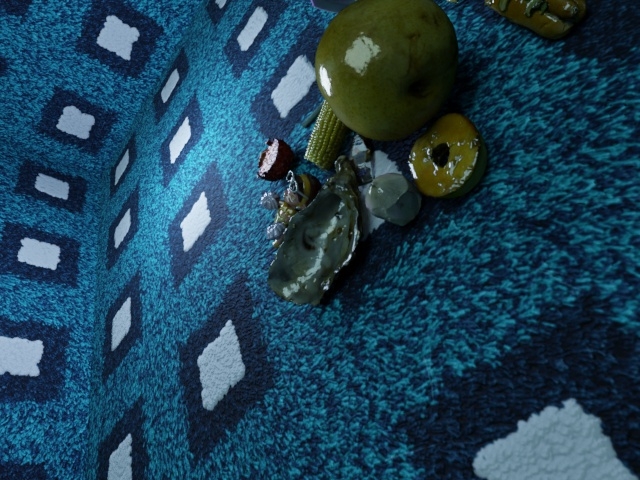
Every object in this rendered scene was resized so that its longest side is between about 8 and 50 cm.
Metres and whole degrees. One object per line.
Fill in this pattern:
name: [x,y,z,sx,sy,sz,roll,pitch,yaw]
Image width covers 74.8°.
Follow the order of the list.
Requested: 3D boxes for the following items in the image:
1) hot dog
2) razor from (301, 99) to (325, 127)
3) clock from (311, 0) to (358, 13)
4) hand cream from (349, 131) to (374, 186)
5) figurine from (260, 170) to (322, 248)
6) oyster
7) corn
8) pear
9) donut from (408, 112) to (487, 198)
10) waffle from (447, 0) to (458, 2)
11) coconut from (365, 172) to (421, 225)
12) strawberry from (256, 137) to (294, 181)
hot dog: [0.413,-0.477,0.814,0.109,0.072,0.269,-48,42,25]
razor: [0.013,-0.421,1.270,0.211,0.036,0.084,-47,19,32]
clock: [0.056,-0.826,1.183,0.339,0.339,0.102,-33,56,35]
hand cream: [0.103,-0.217,1.064,0.062,0.039,0.163,-13,64,27]
figurine: [-0.083,-0.080,1.146,0.240,0.116,0.174,-49,40,30]
oyster: [0.023,0.001,1.016,0.204,0.111,0.395,36,102,33]
corn: [0.032,-0.314,1.145,0.093,0.093,0.243,21,89,51]
pear: [0.141,-0.370,0.894,0.315,0.315,0.314,-23,56,40]
donut: [0.260,-0.161,0.842,0.162,0.066,0.178,-33,51,40]
waffle: [0.361,-0.686,0.977,0.280,0.060,0.262,-46,44,23]
coconut: [0.149,-0.090,0.881,0.110,0.125,0.110,-26,52,39]
strawberry: [-0.139,-0.245,1.308,0.145,0.086,0.145,-24,54,38]
